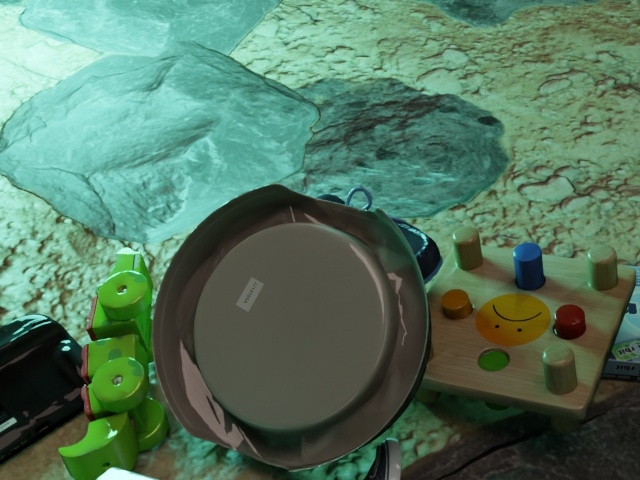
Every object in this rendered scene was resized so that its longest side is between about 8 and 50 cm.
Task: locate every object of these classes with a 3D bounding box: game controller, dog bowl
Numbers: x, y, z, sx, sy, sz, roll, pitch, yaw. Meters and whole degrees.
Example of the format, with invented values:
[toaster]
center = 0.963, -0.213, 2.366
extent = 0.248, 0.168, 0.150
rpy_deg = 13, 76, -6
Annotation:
[game controller]
center = -0.430, 0.211, 1.374
extent = 0.319, 0.067, 0.166
rpy_deg = -33, 66, -31
[dog bowl]
center = -0.026, 0.107, 1.331
extent = 0.349, 0.102, 0.348
rpy_deg = -6, 73, 19

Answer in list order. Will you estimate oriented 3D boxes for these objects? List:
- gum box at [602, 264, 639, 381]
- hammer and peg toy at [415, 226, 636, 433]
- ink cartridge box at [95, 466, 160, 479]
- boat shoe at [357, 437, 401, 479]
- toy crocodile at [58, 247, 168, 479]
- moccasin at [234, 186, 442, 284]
[gum box]
center = 0.411, 0.108, 1.496
extent = 0.157, 0.041, 0.184
rpy_deg = 5, 43, 5
[hammer and peg toy]
center = 0.295, 0.110, 1.381
extent = 0.361, 0.127, 0.266
rpy_deg = 8, 44, 27
[ink cartridge box]
center = -0.131, 0.362, 1.002
extent = 0.385, 0.091, 0.308
rpy_deg = 6, 27, 29
[boat shoe]
center = 0.047, 0.299, 1.262
extent = 0.083, 0.065, 0.183
rpy_deg = 6, 43, 4
[toy crocodile]
center = -0.252, 0.149, 1.380
extent = 0.105, 0.115, 0.340
rpy_deg = -9, 47, 5
[moccasin]
center = 0.000, 0.000, 1.484
extent = 0.342, 0.116, 0.137
rpy_deg = 5, 40, 39
